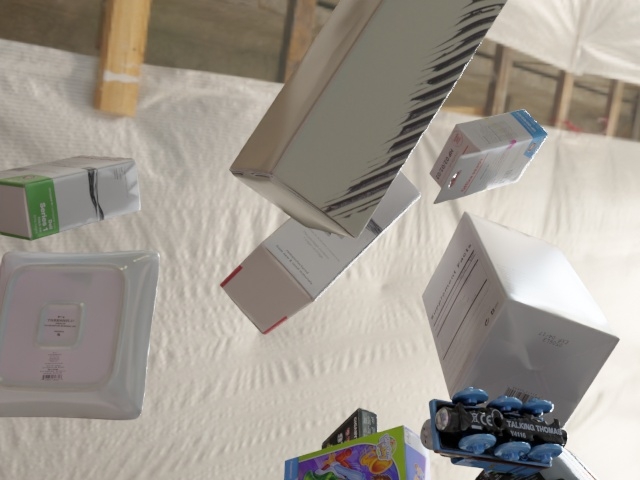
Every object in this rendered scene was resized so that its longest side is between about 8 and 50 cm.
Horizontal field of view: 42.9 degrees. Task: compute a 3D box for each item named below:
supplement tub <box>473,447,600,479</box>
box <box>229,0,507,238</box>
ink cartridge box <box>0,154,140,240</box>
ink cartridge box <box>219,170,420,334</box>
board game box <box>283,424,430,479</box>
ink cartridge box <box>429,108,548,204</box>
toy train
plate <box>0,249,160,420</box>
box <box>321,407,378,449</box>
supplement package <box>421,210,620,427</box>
[{"bbox_3d":[0.345,0.442,1.067,0.207,0.338,0.207,-8,-63,-16],"label":"supplement tub"},{"bbox_3d":[0.047,-0.142,0.671,0.094,0.113,0.275,35,-97,-23],"label":"box"},{"bbox_3d":[-0.427,-0.075,1.325,0.219,0.160,0.093,-21,-67,-50],"label":"ink cartridge box"},{"bbox_3d":[0.000,0.000,1.299,0.117,0.207,0.283,48,-123,-1],"label":"ink cartridge box"},{"bbox_3d":[0.052,0.472,1.201,0.078,0.233,0.347,41,-144,-38],"label":"board game box"},{"bbox_3d":[0.233,-0.124,1.196,0.181,0.062,0.104,-16,-33,-33],"label":"ink cartridge box"},{"bbox_3d":[0.202,0.231,0.964,0.184,0.105,0.080,13,-127,-24],"label":"toy train"},{"bbox_3d":[-0.406,0.140,1.291,0.045,0.277,0.278,74,-162,-68],"label":"plate"},{"bbox_3d":[0.062,0.498,1.742,0.051,0.175,0.220,20,-137,-19],"label":"box"},{"bbox_3d":[0.281,0.112,1.215,0.177,0.293,0.175,19,-67,-10],"label":"supplement package"}]
